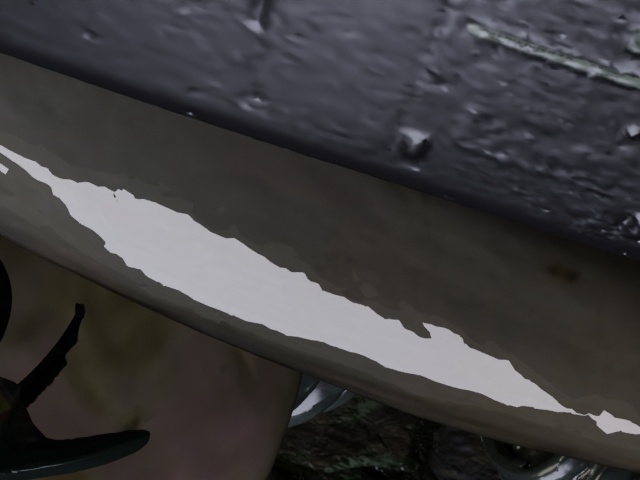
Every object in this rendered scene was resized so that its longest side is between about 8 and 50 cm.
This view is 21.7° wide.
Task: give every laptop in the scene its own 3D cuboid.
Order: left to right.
[{"bbox_3d":[0.007,-0.060,0.382,0.207,0.026,0.154,19,149,-2],"label":"laptop"}]

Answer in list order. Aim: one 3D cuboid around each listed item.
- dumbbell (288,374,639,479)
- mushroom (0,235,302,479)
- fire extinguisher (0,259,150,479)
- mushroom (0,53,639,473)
[{"bbox_3d":[0.081,0.076,1.078,0.406,0.179,0.179,22,175,-28],"label":"dumbbell"},{"bbox_3d":[-0.176,0.020,0.801,0.353,0.353,0.325,19,137,2],"label":"mushroom"},{"bbox_3d":[-0.186,-0.028,0.586,0.311,0.114,0.095,54,168,16],"label":"fire extinguisher"},{"bbox_3d":[0.000,-0.025,0.528,0.407,0.137,0.154,27,160,-2],"label":"mushroom"}]
